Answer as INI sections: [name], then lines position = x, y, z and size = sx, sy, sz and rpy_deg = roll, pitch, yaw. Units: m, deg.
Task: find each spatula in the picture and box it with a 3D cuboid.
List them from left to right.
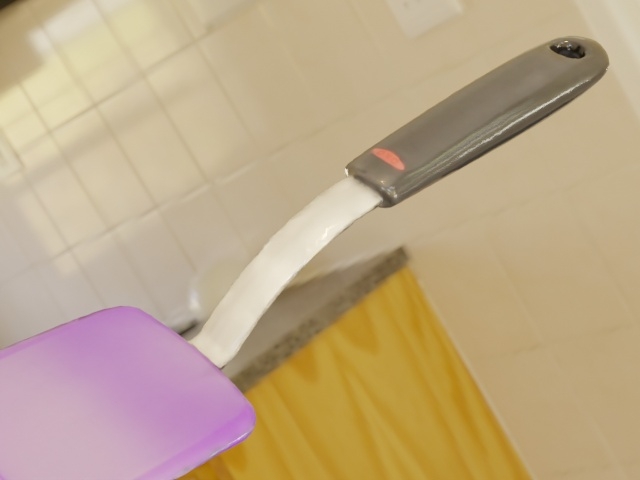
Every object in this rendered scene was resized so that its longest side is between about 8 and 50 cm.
[spatula]
position = 0.000, 0.000, 0.488
size = 0.296, 0.030, 0.084
rpy_deg = -36, 51, -24
